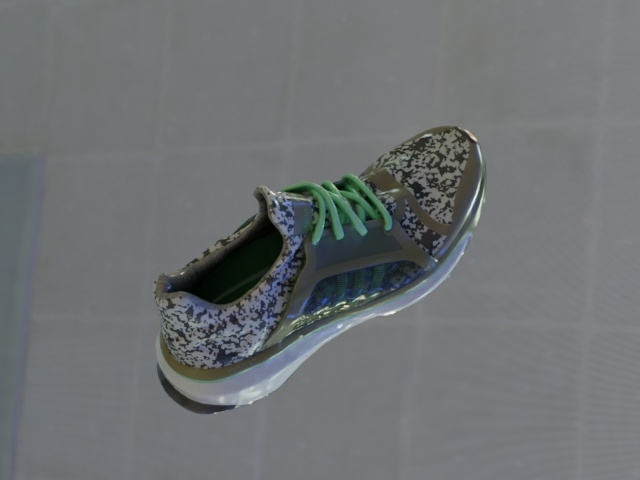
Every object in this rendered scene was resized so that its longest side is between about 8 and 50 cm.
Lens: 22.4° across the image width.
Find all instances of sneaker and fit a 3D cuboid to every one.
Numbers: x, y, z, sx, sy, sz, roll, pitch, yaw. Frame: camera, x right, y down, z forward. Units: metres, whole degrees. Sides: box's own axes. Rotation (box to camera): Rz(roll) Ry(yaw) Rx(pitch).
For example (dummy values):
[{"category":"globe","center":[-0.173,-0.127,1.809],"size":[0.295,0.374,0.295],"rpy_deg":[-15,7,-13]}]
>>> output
[{"category":"sneaker","center":[0.000,0.000,1.601],"size":[0.410,0.182,0.158],"rpy_deg":[-38,-124,-15]}]
